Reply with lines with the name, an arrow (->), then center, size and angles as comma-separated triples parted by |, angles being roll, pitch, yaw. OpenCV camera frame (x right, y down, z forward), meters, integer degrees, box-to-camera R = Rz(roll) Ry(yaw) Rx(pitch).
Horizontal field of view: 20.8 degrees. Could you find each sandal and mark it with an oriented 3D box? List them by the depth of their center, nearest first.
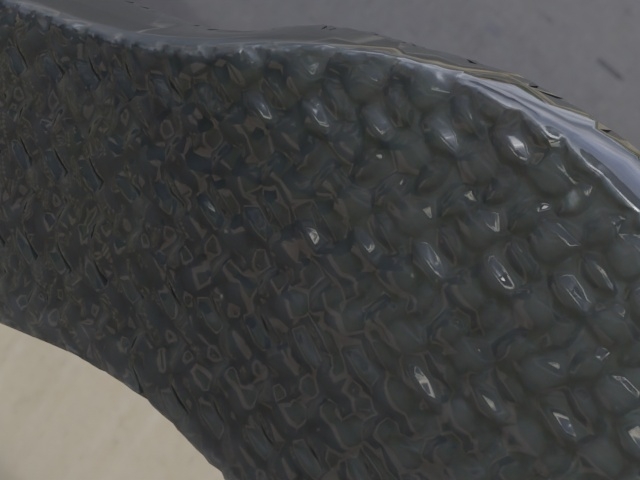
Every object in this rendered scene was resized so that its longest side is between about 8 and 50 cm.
sandal -> -0.001, -0.003, 0.573 | 0.107, 0.168, 0.445 | -10, 27, -39
